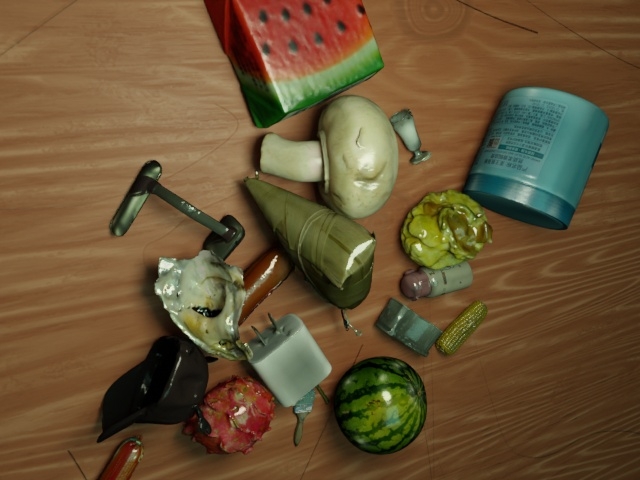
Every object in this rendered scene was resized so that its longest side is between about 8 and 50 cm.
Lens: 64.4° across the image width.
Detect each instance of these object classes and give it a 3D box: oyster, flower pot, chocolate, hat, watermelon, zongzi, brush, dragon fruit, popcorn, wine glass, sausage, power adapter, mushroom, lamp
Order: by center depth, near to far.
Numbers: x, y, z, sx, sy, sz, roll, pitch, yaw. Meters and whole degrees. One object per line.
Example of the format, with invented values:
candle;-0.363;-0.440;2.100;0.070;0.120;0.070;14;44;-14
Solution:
lamp;-0.353;-0.033;1.250;0.283;0.124;0.203;36;96;-26
chocolate;-0.049;-0.501;1.253;0.360;0.161;0.341;-30;110;-16
oyster;-0.273;0.155;1.254;0.275;0.100;0.271;18;109;6
hat;-0.386;0.397;1.281;0.336;0.238;0.209;-44;120;6
mushroom;0.056;-0.218;1.322;0.315;0.356;0.315;-24;123;-44
sausage;-0.544;0.630;1.341;0.083;0.083;0.263;33;87;-28
sausage;-0.204;0.145;1.375;0.330;0.102;0.102;-45;117;-8
dragon fruit;-0.251;0.484;1.381;0.268;0.205;0.210;-24;75;4
zongzi;-0.013;0.037;1.393;0.181;0.418;0.447;-47;159;-18
power adapter;-0.108;0.318;1.450;0.187;0.124;0.255;-38;115;-15
wine glass;0.268;-0.307;1.509;0.072;0.072;0.155;-39;117;-12
watermelon;0.180;0.495;1.542;0.285;0.285;0.285;-6;105;-24
popcorn;0.383;-0.028;1.544;0.258;0.271;0.223;-56;136;-57
brush;-0.060;0.556;1.591;0.070;0.021;0.196;5;102;-27
flower pot;0.287;0.282;1.642;0.229;0.103;0.108;34;88;-29

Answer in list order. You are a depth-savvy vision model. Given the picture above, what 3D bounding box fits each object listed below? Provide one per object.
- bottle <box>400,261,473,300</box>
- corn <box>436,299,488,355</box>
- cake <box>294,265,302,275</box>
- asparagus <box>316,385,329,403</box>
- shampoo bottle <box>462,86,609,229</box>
bottle;0.369;0.127;1.640;0.233;0.110;0.109;-11;107;-22
corn;0.493;0.301;1.761;0.231;0.080;0.080;-44;117;-9
cake;0.010;0.006;1.451;0.225;0.090;0.109;-36;120;-12
asparagus;-0.001;0.473;1.599;0.014;0.015;0.114;-24;114;18
shampoo bottle;0.655;-0.249;1.562;0.331;0.331;0.342;21;91;-28
